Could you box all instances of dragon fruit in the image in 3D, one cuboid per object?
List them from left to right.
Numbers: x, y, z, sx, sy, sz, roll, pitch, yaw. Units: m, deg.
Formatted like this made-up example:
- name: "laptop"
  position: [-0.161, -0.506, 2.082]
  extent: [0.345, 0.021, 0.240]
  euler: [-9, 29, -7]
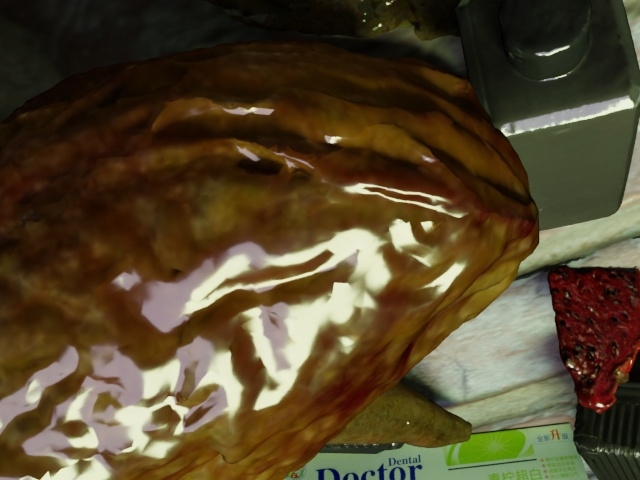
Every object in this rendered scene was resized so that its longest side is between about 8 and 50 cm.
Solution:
- name: "dragon fruit"
  position: [0.230, 0.090, 0.786]
  extent: [0.097, 0.131, 0.063]
  euler: [8, 145, -11]

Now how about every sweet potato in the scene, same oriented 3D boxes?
- name: "sweet potato"
  position: [0.047, 0.158, 0.883]
  extent: [0.243, 0.077, 0.077]
  euler: [9, 140, -36]

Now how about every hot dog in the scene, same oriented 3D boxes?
- name: "hot dog"
  position: [-0.088, 0.057, 0.427]
  extent: [0.387, 0.174, 0.267]
  euler: [-41, 166, 0]

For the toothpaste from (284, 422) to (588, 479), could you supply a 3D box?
- name: "toothpaste"
  position: [0.118, 0.268, 1.028]
  extent: [0.336, 0.081, 0.067]
  euler: [-5, 142, -5]

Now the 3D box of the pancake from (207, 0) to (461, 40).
- name: "pancake"
  position: [0.080, -0.223, 0.384]
  extent: [0.382, 0.071, 0.382]
  euler: [-5, 147, -3]

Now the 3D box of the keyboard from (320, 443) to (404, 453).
- name: "keyboard"
  position: [-0.024, 0.186, 0.943]
  extent: [0.262, 0.016, 0.106]
  euler: [6, 140, -20]

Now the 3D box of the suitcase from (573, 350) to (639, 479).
- name: "suitcase"
  position: [0.388, 0.203, 0.889]
  extent: [0.229, 0.152, 0.335]
  euler: [-1, 150, 30]

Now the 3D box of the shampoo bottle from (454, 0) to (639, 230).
- name: "shampoo bottle"
  position: [0.128, -0.072, 0.521]
  extent: [0.079, 0.080, 0.246]
  euler: [-13, 165, 12]
